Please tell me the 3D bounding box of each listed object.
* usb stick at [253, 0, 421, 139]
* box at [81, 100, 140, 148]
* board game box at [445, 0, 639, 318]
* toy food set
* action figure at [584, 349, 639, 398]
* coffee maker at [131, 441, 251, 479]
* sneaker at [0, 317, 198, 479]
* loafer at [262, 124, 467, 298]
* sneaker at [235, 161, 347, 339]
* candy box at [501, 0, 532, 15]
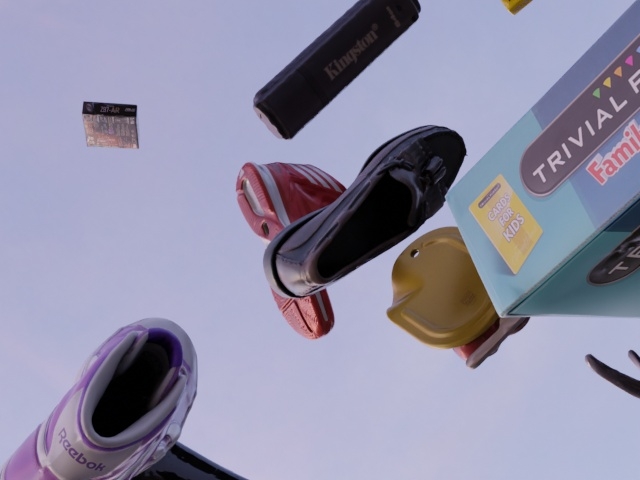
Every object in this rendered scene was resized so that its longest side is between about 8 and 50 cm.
[{"bbox_3d":[0.023,-0.241,1.777,0.278,0.045,0.077,-44,-75,-18],"label":"usb stick"},{"bbox_3d":[-0.258,-0.141,1.671,0.067,0.018,0.083,3,-25,-3],"label":"box"},{"bbox_3d":[0.270,-0.058,0.691,0.336,0.079,0.254,5,-39,-39],"label":"board game box"},{"bbox_3d":[0.157,0.070,1.410,0.128,0.218,0.071,-51,-55,-3],"label":"toy food set"},{"bbox_3d":[0.244,0.048,0.512,0.275,0.141,0.164,-24,-23,32],"label":"action figure"},{"bbox_3d":[-0.122,0.275,1.363,0.171,0.178,0.120,110,-174,-57],"label":"coffee maker"},{"bbox_3d":[-0.135,0.113,1.065,0.161,0.102,0.282,-49,5,28],"label":"sneaker"},{"bbox_3d":[0.064,-0.028,1.360,0.267,0.084,0.096,-39,-72,-25],"label":"loafer"},{"bbox_3d":[0.000,0.000,1.526,0.128,0.221,0.087,-10,-20,-31],"label":"sneaker"},{"bbox_3d":[0.228,-0.393,1.698,0.105,0.206,0.027,-38,-24,18],"label":"candy box"}]
